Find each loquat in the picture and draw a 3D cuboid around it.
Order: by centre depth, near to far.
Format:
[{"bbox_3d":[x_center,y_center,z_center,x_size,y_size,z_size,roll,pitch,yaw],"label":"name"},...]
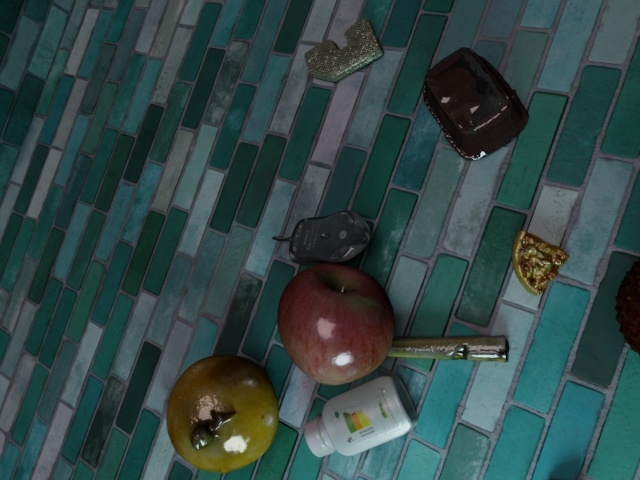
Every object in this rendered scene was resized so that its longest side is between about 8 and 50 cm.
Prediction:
[{"bbox_3d":[-0.283,0.501,1.424,0.329,0.359,0.327,0,93,6],"label":"loquat"}]

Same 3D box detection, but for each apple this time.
[{"bbox_3d":[0.039,0.228,1.345,0.345,0.345,0.269,20,115,28],"label":"apple"}]

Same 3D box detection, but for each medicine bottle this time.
[{"bbox_3d":[0.104,0.488,1.365,0.296,0.111,0.161,-29,69,20],"label":"medicine bottle"}]

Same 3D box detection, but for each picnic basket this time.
[{"bbox_3d":[0.414,-0.388,1.369,0.223,0.129,0.296,-33,69,16],"label":"picnic basket"}]

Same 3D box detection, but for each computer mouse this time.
[{"bbox_3d":[0.000,0.000,1.525,0.380,0.090,0.167,2,68,40],"label":"computer mouse"}]

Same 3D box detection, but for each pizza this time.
[{"bbox_3d":[0.554,0.046,1.264,0.134,0.046,0.174,-23,71,21],"label":"pizza"}]

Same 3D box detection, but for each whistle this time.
[{"bbox_3d":[0.326,0.285,1.325,0.327,0.057,0.067,-4,39,25],"label":"whistle"}]

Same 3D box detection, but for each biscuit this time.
[{"bbox_3d":[0.071,-0.607,1.623,0.250,0.046,0.147,-23,72,20],"label":"biscuit"}]

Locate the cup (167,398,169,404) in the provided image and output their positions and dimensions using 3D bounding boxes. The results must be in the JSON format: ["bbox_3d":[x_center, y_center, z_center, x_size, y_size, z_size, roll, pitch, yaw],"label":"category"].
[{"bbox_3d":[-0.474,0.565,1.662,0.075,0.054,0.083,-44,67,11],"label":"cup"}]

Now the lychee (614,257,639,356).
[{"bbox_3d":[0.762,0.142,1.027,0.276,0.275,0.304,-3,58,26],"label":"lychee"}]
